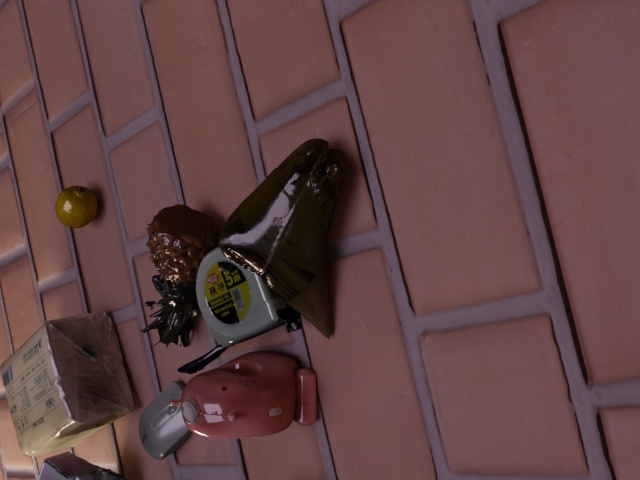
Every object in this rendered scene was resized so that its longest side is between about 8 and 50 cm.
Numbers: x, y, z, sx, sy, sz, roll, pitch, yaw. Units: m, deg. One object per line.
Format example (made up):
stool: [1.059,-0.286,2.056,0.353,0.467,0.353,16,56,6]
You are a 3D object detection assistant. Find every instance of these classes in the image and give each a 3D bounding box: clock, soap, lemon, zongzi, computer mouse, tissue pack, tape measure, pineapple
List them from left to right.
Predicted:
tissue pack: [-0.691,0.394,2.023,0.380,0.207,0.297,-32,72,43]
lemon: [-0.637,-0.089,1.959,0.109,0.109,0.133,51,134,26]
soap: [-0.621,0.779,1.980,0.156,0.261,0.445,18,110,45]
computer mouse: [-0.376,0.444,1.814,0.128,0.079,0.230,51,125,24]
pineapple: [-0.311,0.103,1.654,0.166,0.166,0.364,37,130,35]
tape measure: [-0.201,0.136,1.556,0.351,0.098,0.215,-28,78,36]
clock: [-0.161,0.300,1.457,0.227,0.241,0.142,0,93,46]
zongzi: [0.000,0.000,1.356,0.300,0.145,0.274,46,115,-3]
